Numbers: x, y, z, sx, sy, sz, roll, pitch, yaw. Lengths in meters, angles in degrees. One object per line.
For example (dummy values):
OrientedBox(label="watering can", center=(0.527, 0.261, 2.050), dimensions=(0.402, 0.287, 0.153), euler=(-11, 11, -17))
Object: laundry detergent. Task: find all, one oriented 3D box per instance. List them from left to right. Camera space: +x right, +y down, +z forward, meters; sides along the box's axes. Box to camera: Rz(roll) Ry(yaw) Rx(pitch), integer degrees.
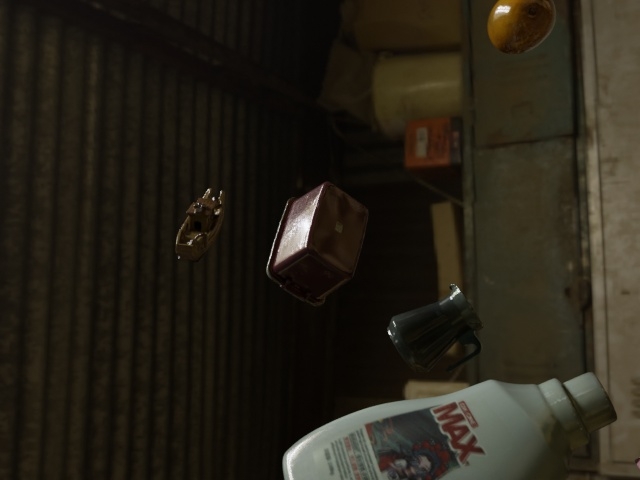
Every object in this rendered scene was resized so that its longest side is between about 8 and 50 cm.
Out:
OrientedBox(label="laundry detergent", center=(0.168, 0.286, 0.999), dimensions=(0.124, 0.398, 0.264), euler=(57, -171, -46))

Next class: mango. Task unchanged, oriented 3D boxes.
OrientedBox(label="mango", center=(0.288, -0.318, 1.201), dimensions=(0.085, 0.102, 0.184), euler=(48, -165, -5))

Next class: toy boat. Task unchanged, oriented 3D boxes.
OrientedBox(label="toy boat", center=(-0.213, -0.035, 1.483), dimensions=(0.206, 0.064, 0.072), euler=(-75, -8, -58))

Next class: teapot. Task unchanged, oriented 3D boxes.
OrientedBox(label="teapot", center=(0.315, 0.244, 2.197), dimensions=(0.203, 0.225, 0.171), euler=(59, -171, 17))

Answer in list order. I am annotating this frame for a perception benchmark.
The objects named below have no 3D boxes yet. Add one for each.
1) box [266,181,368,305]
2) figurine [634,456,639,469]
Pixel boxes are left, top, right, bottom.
OrientedBox(label="box", center=(0.000, 0.000, 2.154), dimensions=(0.193, 0.167, 0.294), euler=(33, -131, -21))
OrientedBox(label="figurine", center=(0.787, 0.471, 1.517), dimensions=(0.284, 0.206, 0.315), euler=(-6, -128, -38))
